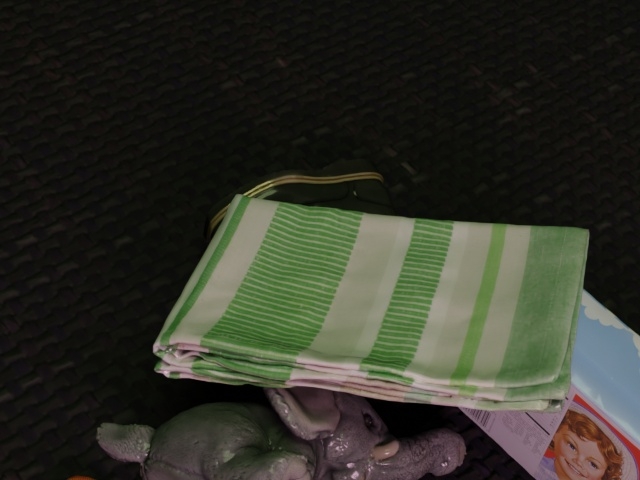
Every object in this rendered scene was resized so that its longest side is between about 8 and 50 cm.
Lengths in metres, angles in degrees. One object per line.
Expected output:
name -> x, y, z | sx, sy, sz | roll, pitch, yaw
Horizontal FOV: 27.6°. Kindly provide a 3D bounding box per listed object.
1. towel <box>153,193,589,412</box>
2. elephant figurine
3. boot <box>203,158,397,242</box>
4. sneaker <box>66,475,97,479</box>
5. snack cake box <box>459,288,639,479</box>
towel -> 0.050, 0.043, 1.080 | 0.325, 0.038, 0.248 | 5, 35, 13
elephant figurine -> -0.022, 0.171, 1.086 | 0.169, 0.186, 0.239 | -9, 21, 40
boot -> 0.000, 0.000, 1.267 | 0.198, 0.077, 0.137 | -18, 61, -22
sneaker -> -0.153, 0.250, 1.029 | 0.064, 0.067, 0.175 | -26, 57, -26
snack cake box -> 0.247, 0.161, 1.120 | 0.089, 0.152, 0.264 | -32, 62, -31
